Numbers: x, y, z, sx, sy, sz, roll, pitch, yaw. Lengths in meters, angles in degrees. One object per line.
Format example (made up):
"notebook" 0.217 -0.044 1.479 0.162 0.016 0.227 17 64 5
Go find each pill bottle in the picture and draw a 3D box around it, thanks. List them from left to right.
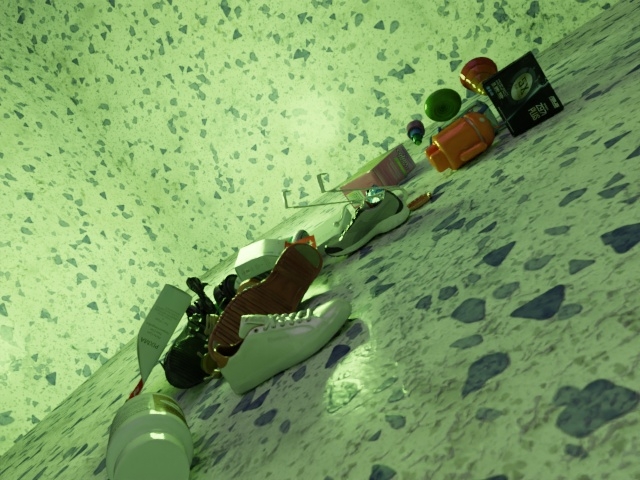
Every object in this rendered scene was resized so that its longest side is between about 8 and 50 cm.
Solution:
"pill bottle" -0.277 0.338 0.763 0.131 0.131 0.229 -39 11 -19
"pill bottle" -0.196 0.132 1.483 0.131 0.130 0.245 -34 9 10

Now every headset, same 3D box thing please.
"headset" -0.358 0.196 1.575 0.243 0.185 0.394 -37 0 -6

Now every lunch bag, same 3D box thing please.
"lunch bag" 0.487 -0.375 1.634 0.243 0.115 0.303 -34 8 23

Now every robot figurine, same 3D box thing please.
"robot figurine" 0.428 -0.302 1.420 0.220 0.128 0.158 -34 -3 11

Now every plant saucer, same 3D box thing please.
"plant saucer" 0.283 -0.110 1.342 0.084 0.013 0.083 -34 10 7

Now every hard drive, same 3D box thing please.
"hard drive" 0.000 0.000 1.696 0.233 0.047 0.353 -33 10 16

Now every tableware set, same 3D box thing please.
"tableware set" -0.245 0.245 1.090 0.024 0.153 0.104 -5 -10 25

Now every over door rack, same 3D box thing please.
"over door rack" 0.073 -0.112 1.453 0.325 0.108 0.240 5 -11 -32

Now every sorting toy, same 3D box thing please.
"sorting toy" 0.438 -0.440 1.568 0.366 0.127 0.126 -38 35 34

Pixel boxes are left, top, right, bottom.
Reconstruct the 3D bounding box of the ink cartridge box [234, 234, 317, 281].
"ink cartridge box" -0.132 0.027 1.382 0.233 0.066 0.189 -27 15 3

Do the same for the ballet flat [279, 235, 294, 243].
"ballet flat" -0.135 0.028 1.860 0.247 0.087 0.083 -61 -7 -67

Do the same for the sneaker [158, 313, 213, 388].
"sneaker" -0.352 0.322 1.223 0.146 0.123 0.330 -53 9 6

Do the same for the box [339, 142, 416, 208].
"box" 0.237 -0.266 1.947 0.214 0.117 0.243 -24 16 51

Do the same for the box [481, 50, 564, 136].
"box" 0.563 -0.408 1.309 0.147 0.180 0.077 -29 10 30

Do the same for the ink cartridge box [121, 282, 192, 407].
"ink cartridge box" -0.506 0.319 1.326 0.384 0.091 0.308 -63 13 -20

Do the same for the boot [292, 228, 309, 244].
"boot" -0.042 0.038 1.469 0.086 0.069 0.189 -21 49 37

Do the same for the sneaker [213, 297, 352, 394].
"sneaker" -0.081 0.177 0.899 0.290 0.123 0.106 -33 8 6

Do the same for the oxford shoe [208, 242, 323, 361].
"oxford shoe" -0.128 0.174 1.166 0.397 0.141 0.146 -44 -12 -40

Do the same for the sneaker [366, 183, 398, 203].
"sneaker" 0.204 -0.153 1.630 0.069 0.082 0.209 -35 11 -6

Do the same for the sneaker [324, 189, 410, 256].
"sneaker" 0.118 -0.046 1.331 0.272 0.108 0.100 -33 12 21
